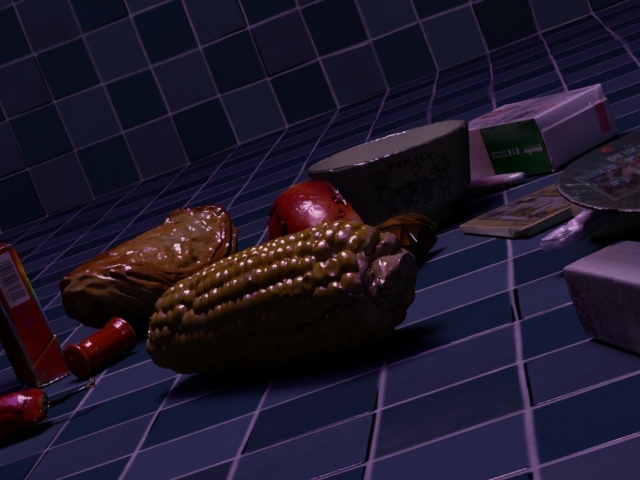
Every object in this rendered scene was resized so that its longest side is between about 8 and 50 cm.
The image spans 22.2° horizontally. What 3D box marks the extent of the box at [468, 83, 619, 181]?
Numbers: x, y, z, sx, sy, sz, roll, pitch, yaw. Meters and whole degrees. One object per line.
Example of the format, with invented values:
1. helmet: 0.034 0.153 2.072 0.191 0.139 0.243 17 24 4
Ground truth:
1. box: 0.275 -0.138 2.162 0.135 0.081 0.199 -27 13 -33

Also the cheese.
1. cheese: 0.294 -0.038 1.614 0.227 0.064 0.137 -28 8 -41

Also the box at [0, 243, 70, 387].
1. box: -0.373 0.090 2.003 0.048 0.175 0.112 -27 12 -22

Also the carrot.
1. carrot: 0.057 0.023 1.793 0.069 0.069 0.229 -15 10 34

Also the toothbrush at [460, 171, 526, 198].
1. toothbrush: 0.136 -0.057 2.154 0.307 0.029 0.025 -14 5 36

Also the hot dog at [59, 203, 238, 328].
1. hot dog: -0.217 0.049 2.101 0.175 0.114 0.259 -7 19 39

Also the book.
1. book: 0.273 -0.046 1.858 0.192 0.013 0.168 -24 9 -17

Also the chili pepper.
1. chili pepper: -0.367 0.202 1.760 0.268 0.050 0.059 -21 25 5

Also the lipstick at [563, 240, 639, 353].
1. lipstick: 0.273 0.050 1.173 0.068 0.066 0.317 -24 10 -12

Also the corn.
1. corn: -0.040 0.061 1.601 0.347 0.130 0.130 -16 11 43

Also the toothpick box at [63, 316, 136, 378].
1. toothpick box: -0.264 0.129 1.942 0.047 0.047 0.083 -11 15 46

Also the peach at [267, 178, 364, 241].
1. peach: -0.006 0.003 1.955 0.092 0.127 0.172 -16 33 -18

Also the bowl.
1. bowl: 0.099 -0.070 2.043 0.211 0.112 0.211 -18 7 2

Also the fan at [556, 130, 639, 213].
1. fan: 0.331 -0.056 1.518 0.223 0.012 0.294 -8 24 11
